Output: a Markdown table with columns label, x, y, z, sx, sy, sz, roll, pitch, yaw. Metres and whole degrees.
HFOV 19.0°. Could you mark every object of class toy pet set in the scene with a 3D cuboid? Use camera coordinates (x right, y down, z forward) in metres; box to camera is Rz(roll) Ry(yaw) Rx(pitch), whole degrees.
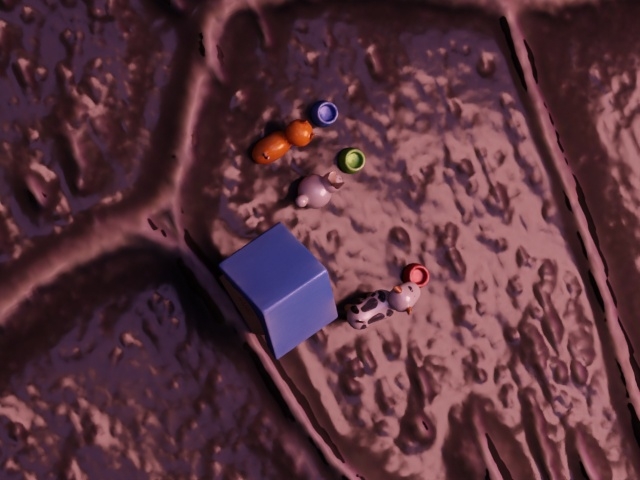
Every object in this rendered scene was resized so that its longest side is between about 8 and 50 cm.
| label | x | y | z | sx | sy | sz | roll | pitch | yaw |
| --- | --- | --- | --- | --- | --- | --- | --- | --- | --- |
| toy pet set | 0.000 | 0.000 | 1.036 | 0.114 | 0.065 | 0.122 | -34 | 100 | -17 |
